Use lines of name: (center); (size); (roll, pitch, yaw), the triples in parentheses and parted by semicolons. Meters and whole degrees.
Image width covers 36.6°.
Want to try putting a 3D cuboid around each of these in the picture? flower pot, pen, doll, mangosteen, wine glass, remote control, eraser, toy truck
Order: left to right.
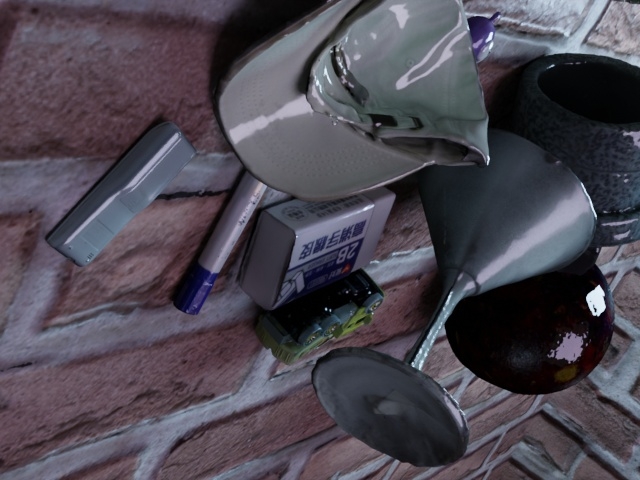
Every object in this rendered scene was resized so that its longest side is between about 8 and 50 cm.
remote control: (-0.185, -0.042, 0.922); (0.162, 0.029, 0.061); (-48, 152, -6)
pen: (-0.092, -0.032, 1.084); (0.033, 0.033, 0.269); (4, 120, -60)
toy truck: (-0.007, 0.110, 1.344); (0.191, 0.085, 0.116); (-24, 152, -43)
eraser: (0.000, 0.000, 1.233); (0.210, 0.068, 0.125); (-22, 139, -47)
doll: (0.144, -0.210, 1.194); (0.206, 0.067, 0.110); (-41, -176, 5)
wine glass: (0.167, 0.074, 1.263); (0.406, 0.267, 0.267); (-53, 159, -36)
mangosteen: (0.372, 0.102, 1.727); (0.306, 0.306, 0.360); (-25, 123, -43)
flower pot: (0.412, -0.127, 1.528); (0.299, 0.299, 0.283); (-30, 138, -38)

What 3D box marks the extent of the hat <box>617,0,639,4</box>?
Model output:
hat: (0.410, -0.446, 1.237); (0.232, 0.161, 0.275); (-26, 137, -68)

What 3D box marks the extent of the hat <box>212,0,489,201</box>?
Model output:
hat: (0.033, -0.178, 1.006); (0.301, 0.168, 0.258); (-24, 124, -4)
